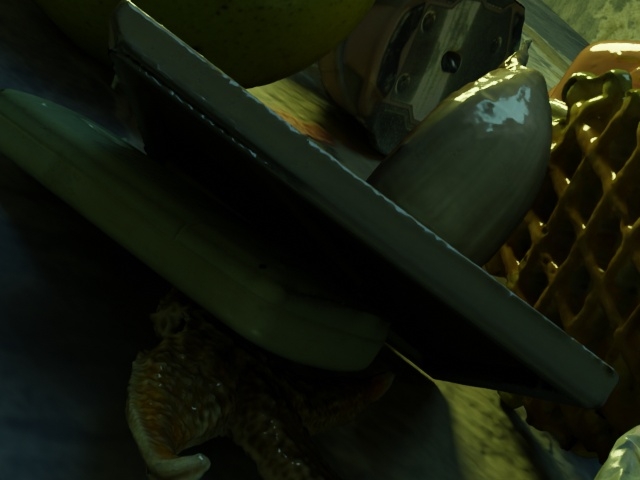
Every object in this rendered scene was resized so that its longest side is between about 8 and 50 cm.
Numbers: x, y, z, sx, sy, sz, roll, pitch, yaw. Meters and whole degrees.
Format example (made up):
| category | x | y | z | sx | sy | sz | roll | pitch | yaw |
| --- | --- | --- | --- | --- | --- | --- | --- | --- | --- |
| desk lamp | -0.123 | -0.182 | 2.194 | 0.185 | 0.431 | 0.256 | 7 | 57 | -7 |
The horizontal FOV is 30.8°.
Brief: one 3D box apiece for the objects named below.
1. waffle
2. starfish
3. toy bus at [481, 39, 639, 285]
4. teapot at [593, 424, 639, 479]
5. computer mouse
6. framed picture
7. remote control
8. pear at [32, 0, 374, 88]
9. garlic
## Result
| category | x | y | z | sx | sy | sz | roll | pitch | yaw |
| --- | --- | --- | --- | --- | --- | --- | --- | --- | --- |
| waffle | 0.168 | 0.014 | 0.692 | 0.058 | 0.243 | 0.238 | 5 | -5 | -18 |
| starfish | -0.021 | 0.079 | 0.510 | 0.138 | 0.050 | 0.247 | 31 | 13 | -9 |
| toy bus | 0.227 | -0.011 | 0.843 | 0.194 | 0.288 | 0.232 | 8 | 19 | -46 |
| teapot | 0.207 | 0.161 | 0.558 | 0.178 | 0.163 | 0.221 | 23 | 16 | 27 |
| computer mouse | 0.101 | -0.186 | 1.110 | 0.115 | 0.199 | 0.389 | 34 | 17 | 25 |
| framed picture | 0.000 | 0.000 | 0.576 | 0.232 | 0.024 | 0.315 | 37 | -6 | -2 |
| remote control | -0.070 | -0.009 | 0.555 | 0.233 | 0.038 | 0.098 | 34 | 6 | 37 |
| pear | -0.084 | -0.235 | 0.779 | 0.294 | 0.294 | 0.294 | 33 | 21 | -14 |
| garlic | 0.083 | -0.049 | 0.722 | 0.090 | 0.198 | 0.128 | 35 | 4 | -12 |
